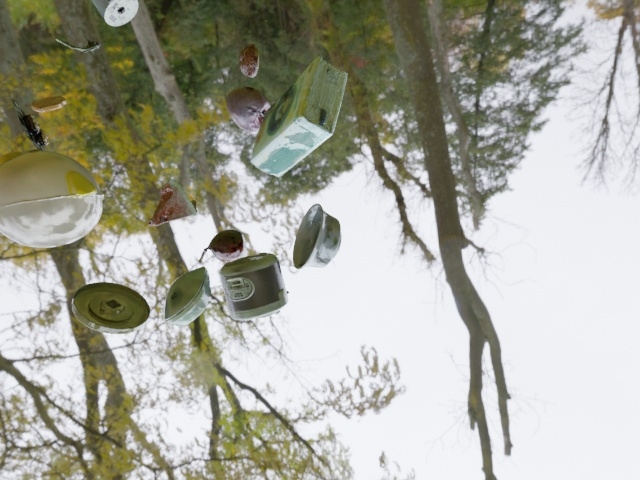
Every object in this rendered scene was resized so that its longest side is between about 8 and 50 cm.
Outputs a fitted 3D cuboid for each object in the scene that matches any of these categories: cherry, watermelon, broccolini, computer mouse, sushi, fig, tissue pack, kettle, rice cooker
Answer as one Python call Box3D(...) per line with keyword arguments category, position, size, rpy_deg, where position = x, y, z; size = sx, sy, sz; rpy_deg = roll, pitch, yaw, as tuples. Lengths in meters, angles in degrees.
Box3D(category="cherry", position=(-0.329, -0.608, 2.158), size=(0.266, 0.213, 0.183), rpy_deg=(38, -110, 25))
Box3D(category="watermelon", position=(-0.445, -0.081, 1.379), size=(0.097, 0.121, 0.158), rpy_deg=(-13, -128, 41))
Box3D(category="broccolini", position=(-1.000, -0.804, 1.914), size=(0.054, 0.052, 0.194), rpy_deg=(22, -154, 20))
Box3D(category="computer mouse", position=(-0.441, 0.166, 1.504), size=(0.159, 0.097, 0.288), rpy_deg=(-40, -152, 6))
Box3D(category="sushi", position=(-1.014, -0.397, 1.659), size=(0.040, 0.210, 0.193), rpy_deg=(-26, -110, -15))
Box3D(category="fig", position=(-0.519, 0.030, 2.451), size=(0.249, 0.187, 0.204), rpy_deg=(4, 170, -5))
Box3D(category="tissue pack", position=(-0.084, -0.433, 1.672), size=(0.388, 0.162, 0.288), rpy_deg=(-26, -136, 53))
Box3D(category="kettle", position=(-0.904, -1.042, 1.903), size=(0.160, 0.243, 0.210), rpy_deg=(-40, 179, 6))
Box3D(category="rice cooker", position=(-0.296, 0.211, 2.055), size=(0.288, 0.277, 0.288), rpy_deg=(-12, -173, 2))

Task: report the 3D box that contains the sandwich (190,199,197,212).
Box3D(category="sandwich", position=(-0.795, -0.196, 2.738), size=(0.116, 0.074, 0.074), rpy_deg=(-9, -166, -32))

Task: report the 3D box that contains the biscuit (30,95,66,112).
Box3D(category="biscuit", position=(-1.287, -0.649, 2.195), size=(0.141, 0.029, 0.221), rpy_deg=(-1, -148, -1))

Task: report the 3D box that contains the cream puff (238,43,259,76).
Box3D(category="cream puff", position=(-0.334, -0.832, 2.145), size=(0.084, 0.149, 0.149), rpy_deg=(-4, -156, -21))

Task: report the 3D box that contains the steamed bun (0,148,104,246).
Box3D(category="steamed bun", position=(-0.877, -0.129, 1.488), size=(0.333, 0.334, 0.374), rpy_deg=(-23, -171, -19))

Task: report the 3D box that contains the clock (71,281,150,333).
Box3D(category="clock", position=(-0.667, 0.212, 1.490), size=(0.234, 0.029, 0.235), rpy_deg=(23, -158, -10))

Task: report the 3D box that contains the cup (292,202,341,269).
Box3D(category="cup", position=(0.000, 0.000, 2.349), size=(0.163, 0.347, 0.347), rpy_deg=(18, -158, -19))
